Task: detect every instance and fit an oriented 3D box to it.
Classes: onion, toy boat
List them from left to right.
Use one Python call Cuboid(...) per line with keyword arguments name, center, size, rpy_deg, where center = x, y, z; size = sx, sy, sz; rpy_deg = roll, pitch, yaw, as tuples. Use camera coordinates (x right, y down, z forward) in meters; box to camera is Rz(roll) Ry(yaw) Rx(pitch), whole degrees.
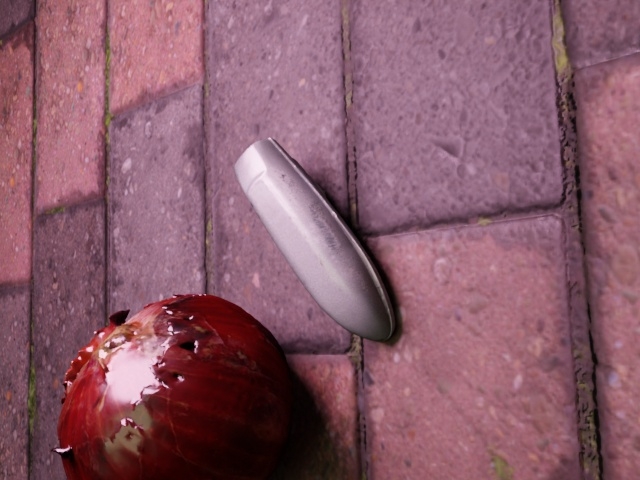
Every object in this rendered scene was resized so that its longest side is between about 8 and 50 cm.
Cuboid(name="onion", center=(-0.153, 0.189, 0.793), size=(0.276, 0.276, 0.276), rpy_deg=(-4, 83, 42))
Cuboid(name="toy boat", center=(0.000, 0.000, 0.780), size=(0.078, 0.085, 0.261), rpy_deg=(-46, 69, 30))

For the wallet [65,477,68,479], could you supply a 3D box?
Cuboid(name="wallet", center=(-0.251, 0.507, 0.968), size=(0.228, 0.062, 0.406), rpy_deg=(-28, 68, 38))
